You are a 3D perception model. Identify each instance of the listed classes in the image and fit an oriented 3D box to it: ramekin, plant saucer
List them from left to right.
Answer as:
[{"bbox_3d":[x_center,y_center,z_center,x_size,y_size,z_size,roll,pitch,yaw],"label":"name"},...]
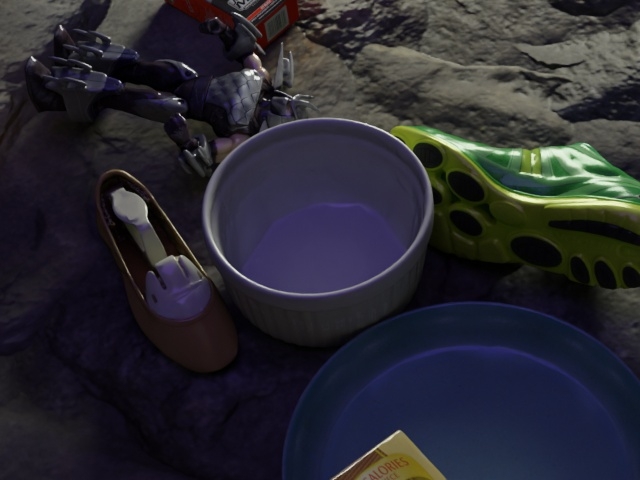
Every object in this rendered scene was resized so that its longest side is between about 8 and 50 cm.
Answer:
[{"bbox_3d":[0.000,0.000,1.363,0.207,0.109,0.207,-3,52,3],"label":"ramekin"},{"bbox_3d":[0.128,0.191,1.246,0.318,0.043,0.317,-3,53,4],"label":"plant saucer"}]

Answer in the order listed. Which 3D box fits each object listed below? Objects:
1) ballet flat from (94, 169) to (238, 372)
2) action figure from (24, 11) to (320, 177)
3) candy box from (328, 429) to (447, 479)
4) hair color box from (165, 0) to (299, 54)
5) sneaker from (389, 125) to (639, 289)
[{"bbox_3d":[-0.152,0.024,1.381,0.080,0.073,0.232,-29,55,-15],"label":"ballet flat"},{"bbox_3d":[-0.140,-0.146,1.499,0.285,0.099,0.185,10,49,9],"label":"action figure"},{"bbox_3d":[0.092,0.303,1.044,0.316,0.087,0.183,47,41,14],"label":"candy box"},{"bbox_3d":[-0.098,-0.263,1.615,0.141,0.043,0.072,32,63,27],"label":"hair color box"},{"bbox_3d":[0.193,-0.036,1.392,0.296,0.109,0.123,21,31,24],"label":"sneaker"}]
